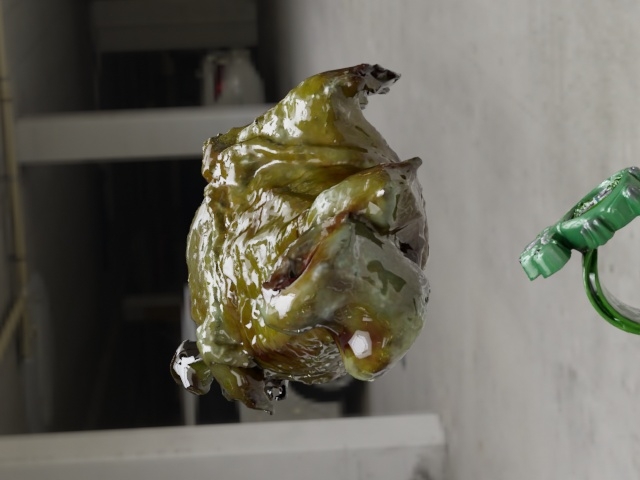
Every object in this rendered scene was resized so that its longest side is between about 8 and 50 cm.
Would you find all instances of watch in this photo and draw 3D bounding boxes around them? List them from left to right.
[{"bbox_3d":[0.294,0.022,1.293,0.152,0.165,0.131,47,-168,-4],"label":"watch"}]

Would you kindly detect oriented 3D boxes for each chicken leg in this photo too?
[{"bbox_3d":[0.008,-0.008,0.768,0.361,0.140,0.212,148,135,-70],"label":"chicken leg"}]
